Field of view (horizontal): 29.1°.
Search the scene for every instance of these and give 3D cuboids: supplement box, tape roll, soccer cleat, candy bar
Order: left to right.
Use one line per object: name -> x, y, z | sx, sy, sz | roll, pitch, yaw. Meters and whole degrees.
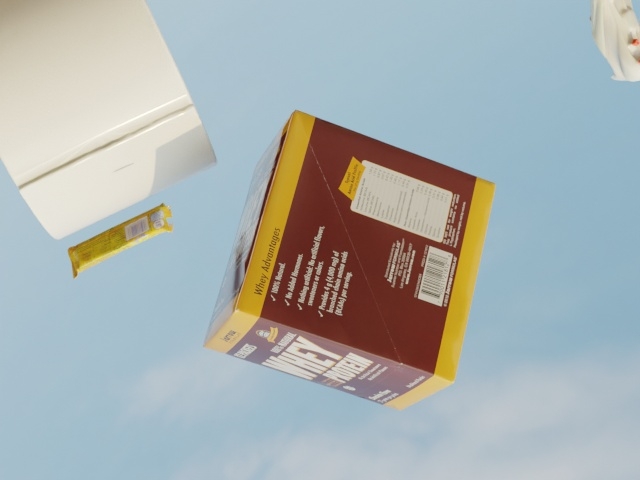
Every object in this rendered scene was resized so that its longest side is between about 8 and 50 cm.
tape roll -> -0.219, -0.144, 1.134 | 0.169, 0.246, 0.246 | -26, -148, -5
candy bar -> -0.239, 0.000, 1.461 | 0.161, 0.018, 0.040 | -24, -113, 25
supplement box -> 0.025, 0.022, 1.083 | 0.129, 0.194, 0.191 | 134, -26, -65
soccer cleat -> 0.358, -0.289, 1.528 | 0.068, 0.196, 0.076 | -23, -173, -29
